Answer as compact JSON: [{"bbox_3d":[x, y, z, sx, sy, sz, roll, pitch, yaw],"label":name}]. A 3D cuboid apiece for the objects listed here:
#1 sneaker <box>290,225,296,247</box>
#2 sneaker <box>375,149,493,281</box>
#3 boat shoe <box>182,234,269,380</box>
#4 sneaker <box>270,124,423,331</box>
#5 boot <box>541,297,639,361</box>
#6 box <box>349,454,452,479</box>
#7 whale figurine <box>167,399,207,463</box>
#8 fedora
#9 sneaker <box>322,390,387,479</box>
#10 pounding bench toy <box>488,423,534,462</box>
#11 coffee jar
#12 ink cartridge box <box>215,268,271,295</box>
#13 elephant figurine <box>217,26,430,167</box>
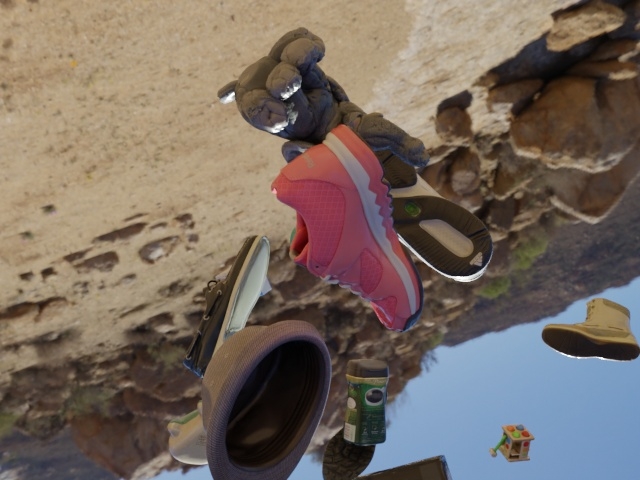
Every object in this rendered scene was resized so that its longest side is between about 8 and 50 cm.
[{"bbox_3d":[0.000,0.000,1.315,0.178,0.123,0.295,0,174,29],"label":"sneaker"},{"bbox_3d":[0.172,-0.066,1.295,0.169,0.447,0.257,-44,160,0],"label":"sneaker"},{"bbox_3d":[-0.211,0.139,1.322,0.113,0.340,0.127,17,-179,20],"label":"boat shoe"},{"bbox_3d":[0.030,0.009,0.769,0.136,0.313,0.116,-28,-146,-6],"label":"sneaker"},{"bbox_3d":[0.642,0.204,1.455,0.213,0.077,0.165,8,-146,14],"label":"boot"},{"bbox_3d":[0.162,0.500,1.038,0.175,0.220,0.051,-20,163,15],"label":"box"},{"bbox_3d":[-0.364,0.572,1.876,0.216,0.141,0.272,14,122,-18],"label":"whale figurine"},{"bbox_3d":[-0.104,0.244,0.951,0.124,0.275,0.244,17,175,42],"label":"fedora"},{"bbox_3d":[0.090,0.487,1.471,0.283,0.107,0.124,-56,160,-39],"label":"sneaker"},{"bbox_3d":[0.410,0.437,1.310,0.083,0.065,0.052,0,-162,-14],"label":"pounding bench toy"},{"bbox_3d":[0.103,0.361,1.365,0.096,0.184,0.079,6,176,-26],"label":"coffee jar"},{"bbox_3d":[-0.205,0.112,1.600,0.122,0.088,0.052,-19,-172,30],"label":"ink cartridge box"},{"bbox_3d":[0.004,-0.165,0.866,0.169,0.239,0.186,-44,-145,15],"label":"elephant figurine"}]
